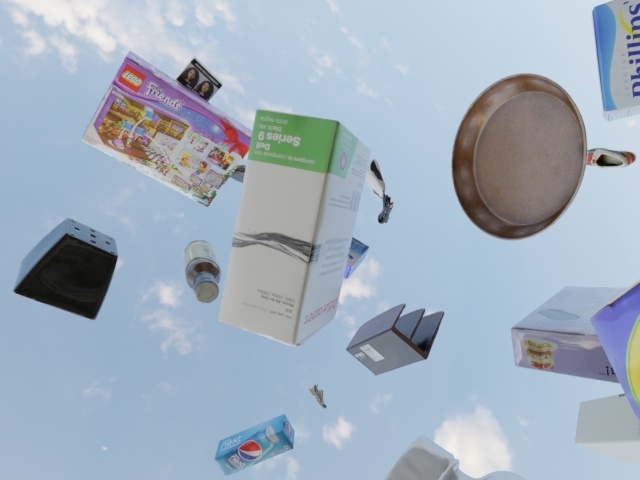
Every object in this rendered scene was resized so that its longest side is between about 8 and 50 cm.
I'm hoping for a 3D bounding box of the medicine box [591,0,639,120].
[{"bbox_3d":[0.826,-0.455,1.033,0.149,0.289,0.264,-11,-87,-57],"label":"medicine box"}]

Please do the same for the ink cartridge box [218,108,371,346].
[{"bbox_3d":[-0.029,-0.018,0.643,0.121,0.211,0.290,13,-85,16],"label":"ink cartridge box"}]

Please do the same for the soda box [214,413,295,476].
[{"bbox_3d":[-0.177,0.557,1.187,0.209,0.071,0.067,-26,-76,8],"label":"soda box"}]

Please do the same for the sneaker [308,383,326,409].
[{"bbox_3d":[-0.001,0.496,1.387,0.036,0.032,0.083,-33,-112,-16],"label":"sneaker"}]

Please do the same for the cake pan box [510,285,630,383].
[{"bbox_3d":[0.444,0.123,0.604,0.245,0.266,0.070,-17,-81,-44],"label":"cake pan box"}]

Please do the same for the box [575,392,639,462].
[{"bbox_3d":[0.590,0.346,0.800,0.113,0.275,0.094,17,-113,10],"label":"box"}]

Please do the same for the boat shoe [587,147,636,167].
[{"bbox_3d":[0.707,-0.203,1.089,0.043,0.137,0.049,-25,-69,-18],"label":"boat shoe"}]

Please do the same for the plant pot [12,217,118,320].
[{"bbox_3d":[-0.610,0.056,1.085,0.187,0.188,0.167,33,-88,-35],"label":"plant pot"}]

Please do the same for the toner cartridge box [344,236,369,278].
[{"bbox_3d":[0.000,0.000,1.686,0.347,0.075,0.165,30,-142,14],"label":"toner cartridge box"}]

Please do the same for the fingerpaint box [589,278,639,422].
[{"bbox_3d":[0.365,-0.019,0.096,0.370,0.445,0.163,-11,-120,0],"label":"fingerpaint box"}]

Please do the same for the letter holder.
[{"bbox_3d":[0.260,0.312,1.513,0.152,0.302,0.214,40,-126,-4],"label":"letter holder"}]

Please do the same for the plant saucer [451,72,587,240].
[{"bbox_3d":[0.206,-0.085,0.458,0.029,0.168,0.169,-4,-106,-24],"label":"plant saucer"}]

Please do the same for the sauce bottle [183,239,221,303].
[{"bbox_3d":[-0.371,0.097,1.373,0.111,0.344,0.112,-7,-69,-18],"label":"sauce bottle"}]

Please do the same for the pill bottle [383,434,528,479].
[{"bbox_3d":[0.233,0.397,0.431,0.407,0.229,0.229,28,-133,31],"label":"pill bottle"}]

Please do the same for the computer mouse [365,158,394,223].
[{"bbox_3d":[0.161,-0.151,1.266,0.042,0.106,0.193,-11,-118,-8],"label":"computer mouse"}]

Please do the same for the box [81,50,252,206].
[{"bbox_3d":[-0.314,-0.222,0.926,0.293,0.201,0.057,30,-154,-29],"label":"box"}]

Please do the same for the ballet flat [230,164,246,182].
[{"bbox_3d":[-0.183,-0.215,1.427,0.249,0.084,0.058,6,-103,-32],"label":"ballet flat"}]

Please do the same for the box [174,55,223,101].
[{"bbox_3d":[-0.332,-0.306,1.002,0.087,0.232,0.058,42,-167,-27],"label":"box"}]
